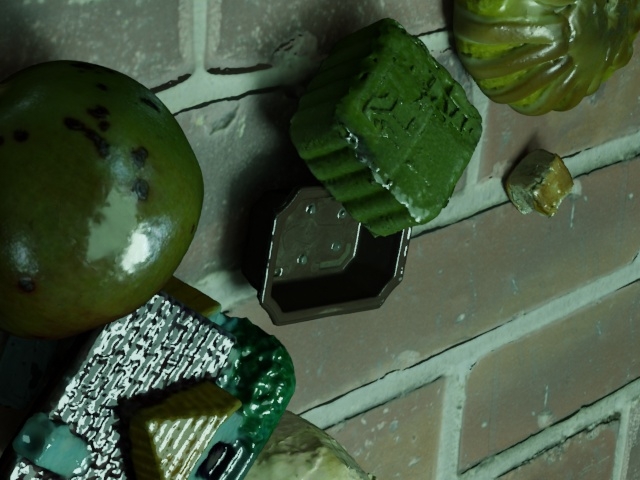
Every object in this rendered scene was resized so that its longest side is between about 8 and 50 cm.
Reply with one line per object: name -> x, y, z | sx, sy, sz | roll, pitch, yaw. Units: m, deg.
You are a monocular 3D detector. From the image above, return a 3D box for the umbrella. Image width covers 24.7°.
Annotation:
umbrella -> -0.286, 0.063, 1.556 | 0.052, 0.053, 0.250 | 23, 92, -51

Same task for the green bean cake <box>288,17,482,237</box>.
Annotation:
green bean cake -> 0.077, -0.134, 1.732 | 0.200, 0.113, 0.214 | 46, 51, -20

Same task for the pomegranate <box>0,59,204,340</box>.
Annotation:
pomegranate -> -0.259, -0.075, 1.376 | 0.290, 0.290, 0.323 | -31, 98, -34

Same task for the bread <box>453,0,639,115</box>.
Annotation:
bread -> 0.318, -0.308, 1.940 | 0.333, 0.160, 0.333 | -23, 126, -37

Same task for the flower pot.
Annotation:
flower pot -> 0.000, 0.000, 1.810 | 0.250, 0.084, 0.179 | -7, 114, -44

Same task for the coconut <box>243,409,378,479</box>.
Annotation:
coconut -> -0.062, 0.344, 1.761 | 0.254, 0.297, 0.297 | -33, 130, -30

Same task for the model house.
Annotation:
model house -> -0.193, 0.168, 1.529 | 0.281, 0.230, 0.249 | -60, 163, -8

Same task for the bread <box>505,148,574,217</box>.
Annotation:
bread -> 0.313, -0.083, 2.114 | 0.083, 0.076, 0.070 | -50, 126, -17
